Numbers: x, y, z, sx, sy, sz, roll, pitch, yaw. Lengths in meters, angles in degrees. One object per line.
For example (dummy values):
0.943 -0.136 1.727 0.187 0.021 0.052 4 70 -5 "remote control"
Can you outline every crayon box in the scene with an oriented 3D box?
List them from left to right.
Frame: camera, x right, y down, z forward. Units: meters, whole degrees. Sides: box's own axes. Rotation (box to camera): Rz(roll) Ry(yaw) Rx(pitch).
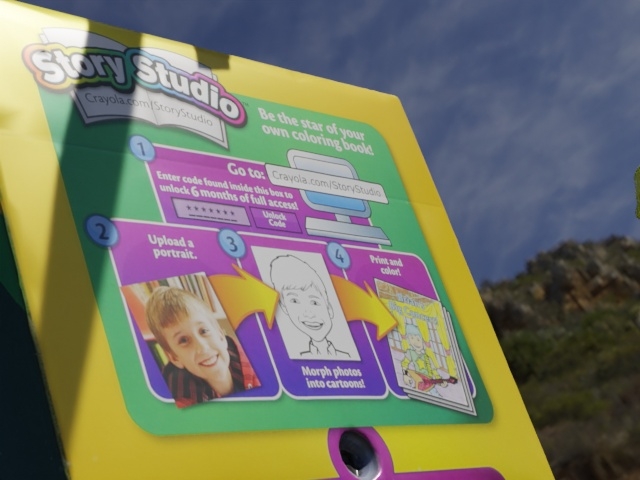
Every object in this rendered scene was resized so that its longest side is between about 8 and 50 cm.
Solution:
-0.052 0.036 0.721 0.362 0.313 0.106 7 -37 -45 "crayon box"

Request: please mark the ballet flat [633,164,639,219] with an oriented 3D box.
0.372 -0.057 1.264 0.077 0.077 0.231 -19 -6 27 "ballet flat"
